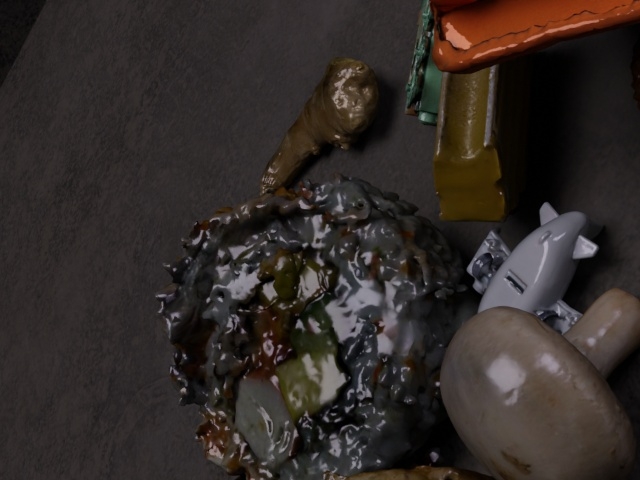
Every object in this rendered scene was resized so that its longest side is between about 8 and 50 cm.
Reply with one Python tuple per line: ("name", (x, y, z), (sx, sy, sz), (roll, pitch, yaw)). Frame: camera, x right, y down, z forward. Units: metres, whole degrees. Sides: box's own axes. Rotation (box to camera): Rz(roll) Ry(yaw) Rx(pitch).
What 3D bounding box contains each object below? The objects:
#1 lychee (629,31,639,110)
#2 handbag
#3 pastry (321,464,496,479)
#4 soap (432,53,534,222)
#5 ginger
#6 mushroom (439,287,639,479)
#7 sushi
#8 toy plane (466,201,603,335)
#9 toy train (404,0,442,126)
("lychee", (0.362, -0.158, 1.095), (0.165, 0.165, 0.197), (-32, 26, 44))
("handbag", (0.298, -0.283, 1.089), (0.410, 0.116, 0.303), (-11, 22, 32))
("pastry", (0.077, 0.282, 1.201), (0.229, 0.218, 0.100), (-6, 70, 8))
("soap", (0.184, -0.136, 1.344), (0.080, 0.160, 0.257), (0, 67, 23))
("ginger", (-0.002, -0.152, 1.724), (0.294, 0.086, 0.131), (-47, 46, 44))
("mushroom", (0.226, 0.134, 1.135), (0.215, 0.207, 0.207), (-40, 27, -18))
("sushi", (-0.003, 0.123, 1.400), (0.418, 0.176, 0.417), (-6, 80, 35))
("toy plane", (0.225, 0.043, 1.260), (0.174, 0.080, 0.174), (-12, 72, 42))
("toy train", (0.148, -0.232, 1.538), (0.118, 0.074, 0.175), (-119, 39, -83))
